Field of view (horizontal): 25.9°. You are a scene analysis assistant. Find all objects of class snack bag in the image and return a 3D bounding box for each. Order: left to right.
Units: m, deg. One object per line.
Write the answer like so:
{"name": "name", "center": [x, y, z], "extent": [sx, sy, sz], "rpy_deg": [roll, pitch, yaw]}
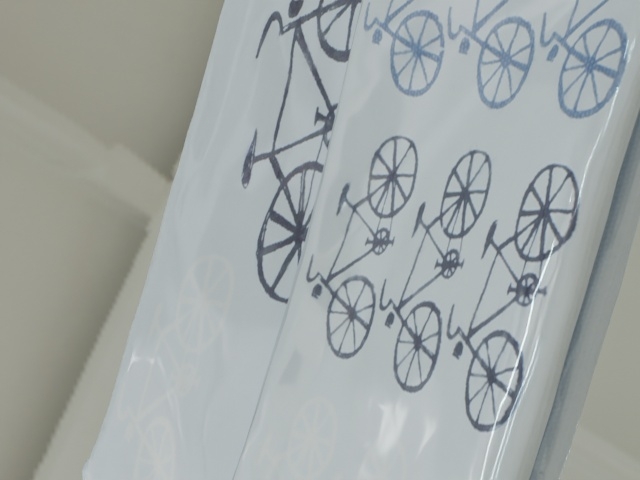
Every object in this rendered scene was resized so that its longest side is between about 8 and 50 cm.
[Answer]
{"name": "snack bag", "center": [0.000, 0.000, 0.572], "extent": [0.037, 0.342, 0.323], "rpy_deg": [14, -87, -30]}
